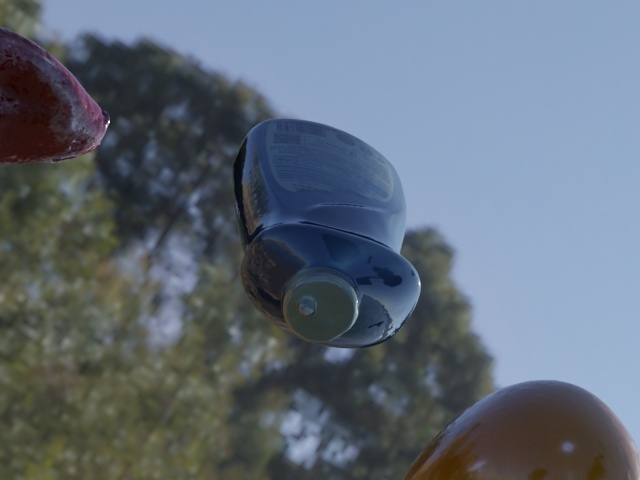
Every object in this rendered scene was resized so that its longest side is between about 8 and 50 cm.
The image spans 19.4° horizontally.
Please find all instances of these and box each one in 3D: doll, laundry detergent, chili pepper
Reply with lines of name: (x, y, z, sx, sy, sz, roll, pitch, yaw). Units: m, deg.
doll: (0.173, 0.237, 1.449, 0.236, 0.213, 0.213, 49, -20, 1)
laundry detergent: (0.001, -0.001, 0.946, 0.097, 0.061, 0.206, 28, 18, -11)
chili pepper: (-0.305, -0.133, 1.625, 0.253, 0.144, 0.136, 3, -12, -23)
